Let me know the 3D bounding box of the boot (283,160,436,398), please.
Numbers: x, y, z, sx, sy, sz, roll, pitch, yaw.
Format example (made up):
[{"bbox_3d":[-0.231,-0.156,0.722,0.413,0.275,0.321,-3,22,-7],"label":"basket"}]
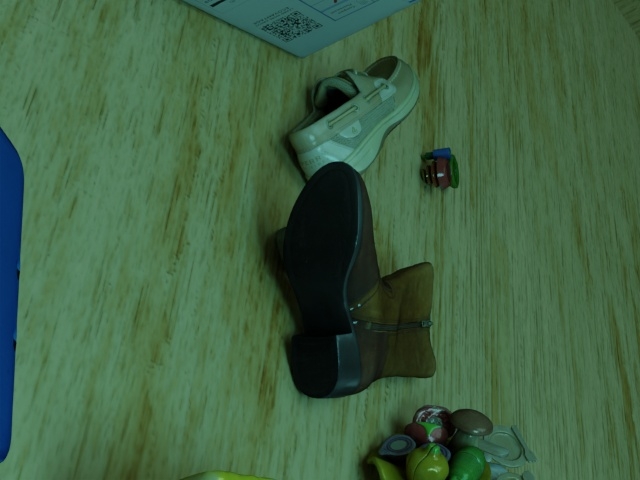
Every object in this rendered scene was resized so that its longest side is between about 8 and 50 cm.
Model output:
[{"bbox_3d":[0.075,0.043,1.419,0.280,0.096,0.264,-4,89,-58],"label":"boot"}]

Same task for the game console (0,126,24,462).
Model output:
[{"bbox_3d":[-0.339,0.001,0.915,0.250,0.173,0.293,7,58,-21],"label":"game console"}]

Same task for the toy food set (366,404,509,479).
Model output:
[{"bbox_3d":[0.140,0.230,1.405,0.218,0.128,0.071,-25,134,-61],"label":"toy food set"}]

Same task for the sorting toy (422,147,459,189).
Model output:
[{"bbox_3d":[0.173,-0.104,1.800,0.102,0.042,0.061,-11,94,-71],"label":"sorting toy"}]

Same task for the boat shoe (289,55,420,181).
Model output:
[{"bbox_3d":[0.042,-0.175,1.571,0.098,0.109,0.302,56,37,-19],"label":"boat shoe"}]

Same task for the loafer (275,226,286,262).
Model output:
[{"bbox_3d":[0.000,0.000,1.430,0.148,0.050,0.056,-12,79,-60],"label":"loafer"}]

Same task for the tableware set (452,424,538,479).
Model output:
[{"bbox_3d":[0.198,0.277,1.510,0.169,0.020,0.141,8,43,-17],"label":"tableware set"}]

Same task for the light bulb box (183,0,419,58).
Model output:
[{"bbox_3d":[-0.007,-0.419,1.409,0.361,0.358,0.225,16,58,-54],"label":"light bulb box"}]

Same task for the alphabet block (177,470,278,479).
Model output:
[{"bbox_3d":[-0.082,0.303,0.950,0.193,0.192,0.197,25,51,-51],"label":"alphabet block"}]

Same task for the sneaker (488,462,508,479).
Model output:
[{"bbox_3d":[0.231,0.386,1.513,0.094,0.080,0.212,-20,76,-53],"label":"sneaker"}]
